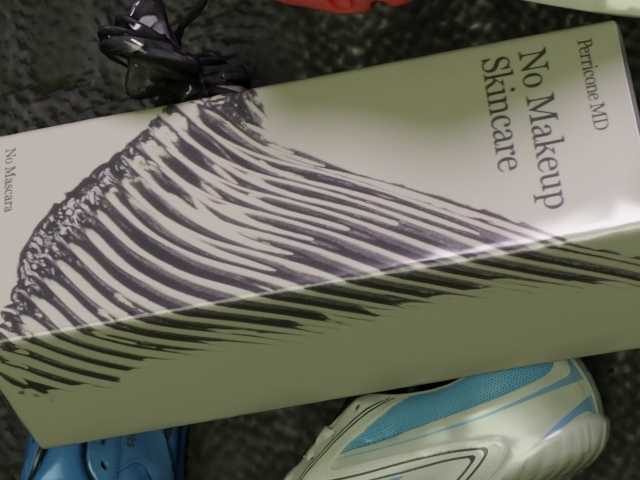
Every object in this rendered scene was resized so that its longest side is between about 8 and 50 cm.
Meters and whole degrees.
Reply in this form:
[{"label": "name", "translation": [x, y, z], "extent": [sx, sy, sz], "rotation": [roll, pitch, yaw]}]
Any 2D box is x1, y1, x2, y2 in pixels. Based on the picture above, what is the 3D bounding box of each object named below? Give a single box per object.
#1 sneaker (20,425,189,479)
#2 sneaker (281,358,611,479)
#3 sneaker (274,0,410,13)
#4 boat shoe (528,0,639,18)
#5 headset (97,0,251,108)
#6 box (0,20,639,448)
[{"label": "sneaker", "translation": [-0.101, 0.080, 0.910], "extent": [0.069, 0.082, 0.209], "rotation": [1, 95, 17]}, {"label": "sneaker", "translation": [0.016, 0.111, 0.885], "extent": [0.237, 0.085, 0.086], "rotation": [-33, 66, 16]}, {"label": "sneaker", "translation": [0.084, -0.154, 0.735], "extent": [0.276, 0.135, 0.097], "rotation": [-9, 78, 12]}, {"label": "boat shoe", "translation": [0.093, -0.142, 0.833], "extent": [0.227, 0.079, 0.081], "rotation": [15, 104, 17]}, {"label": "headset", "translation": [-0.143, -0.229, 0.884], "extent": [0.243, 0.185, 0.394], "rotation": [-31, 72, 12]}, {"label": "box", "translation": [0.000, 0.000, 0.824], "extent": [0.275, 0.094, 0.113], "rotation": [-12, 55, 7]}]
